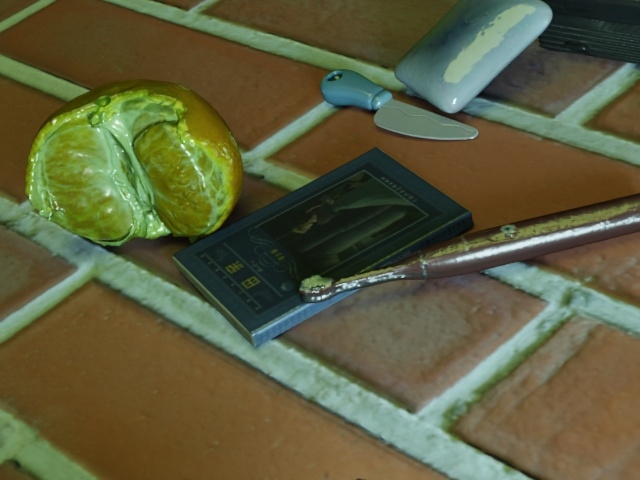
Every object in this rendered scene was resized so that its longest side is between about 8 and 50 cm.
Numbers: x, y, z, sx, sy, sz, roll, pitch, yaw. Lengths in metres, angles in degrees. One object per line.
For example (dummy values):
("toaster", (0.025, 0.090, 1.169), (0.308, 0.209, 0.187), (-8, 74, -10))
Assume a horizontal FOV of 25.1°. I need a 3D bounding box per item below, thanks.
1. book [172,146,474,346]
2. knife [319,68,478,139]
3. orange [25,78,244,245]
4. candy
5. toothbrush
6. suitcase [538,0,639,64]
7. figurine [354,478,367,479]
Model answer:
("book", (0.000, 0.000, 1.513), (0.269, 0.025, 0.191), (-28, 36, -17))
("knife", (0.085, -0.152, 1.702), (0.058, 0.032, 0.244), (-33, 41, -26))
("orange", (-0.199, -0.092, 1.594), (0.237, 0.179, 0.158), (-7, 37, 19))
("candy", (0.179, -0.232, 1.702), (0.174, 0.071, 0.138), (-44, 38, -2))
("toothbrush", (0.156, 0.009, 1.410), (0.364, 0.041, 0.041), (-13, 34, 2))
("suitcase", (0.429, -0.312, 1.663), (0.335, 0.152, 0.229), (18, 46, 41))
("figurine", (-0.038, 0.278, 0.967), (0.175, 0.197, 0.265), (6, 7, 41))
